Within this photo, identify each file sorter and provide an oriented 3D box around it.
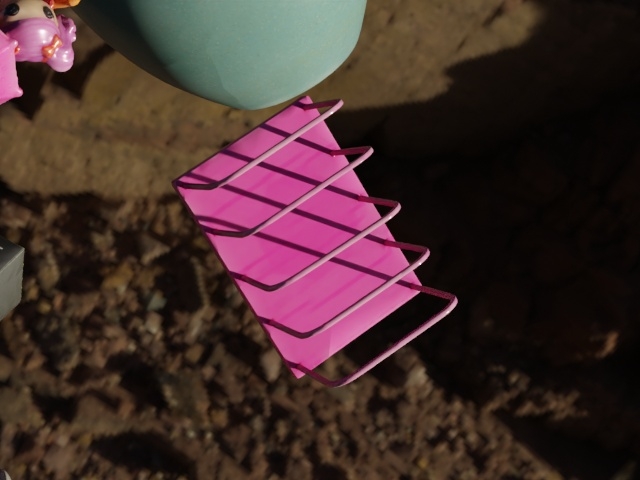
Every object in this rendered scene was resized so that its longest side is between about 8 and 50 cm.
[{"bbox_3d":[0.000,0.000,1.625,0.202,0.182,0.291,-34,103,-14],"label":"file sorter"}]

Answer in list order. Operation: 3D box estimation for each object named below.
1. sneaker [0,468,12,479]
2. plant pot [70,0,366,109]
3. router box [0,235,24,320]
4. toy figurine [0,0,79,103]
[{"bbox_3d":[-0.394,0.392,1.699,0.180,0.321,0.124,47,62,-7],"label":"sneaker"},{"bbox_3d":[-0.069,-0.234,1.223,0.195,0.290,0.290,58,25,-29],"label":"plant pot"},{"bbox_3d":[-0.455,0.063,1.227,0.242,0.081,0.309,28,45,11],"label":"router box"},{"bbox_3d":[-0.182,-0.143,0.751,0.173,0.130,0.159,2,66,-33],"label":"toy figurine"}]
